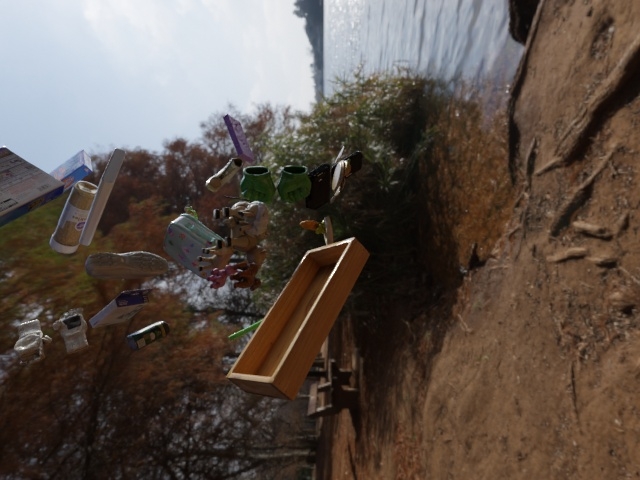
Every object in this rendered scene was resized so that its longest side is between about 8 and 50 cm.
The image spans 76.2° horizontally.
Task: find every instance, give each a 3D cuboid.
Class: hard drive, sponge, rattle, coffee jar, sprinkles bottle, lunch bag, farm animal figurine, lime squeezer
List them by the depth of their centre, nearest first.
[{"bbox_3d":[-0.112,0.207,1.168,0.109,0.310,0.059,-14,92,47],"label":"lime squeezer"},{"bbox_3d":[-0.266,0.015,1.368,0.330,0.172,0.327,18,106,48],"label":"farm animal figurine"},{"bbox_3d":[-0.891,-0.176,1.664,0.353,0.047,0.233,-50,33,31],"label":"hard drive"},{"bbox_3d":[-0.529,0.028,1.762,0.224,0.279,0.108,-55,0,40],"label":"lunch bag"},{"bbox_3d":[0.000,0.000,1.807,0.130,0.142,0.200,143,123,-64],"label":"rattle"},{"bbox_3d":[-0.367,-0.459,1.843,0.210,0.031,0.117,67,-166,12],"label":"sponge"},{"bbox_3d":[-1.170,-0.108,1.945,0.356,0.121,0.121,-56,12,19],"label":"sprinkles bottle"},{"bbox_3d":[-0.831,0.458,1.980,0.184,0.096,0.079,-24,-79,-49],"label":"coffee jar"}]

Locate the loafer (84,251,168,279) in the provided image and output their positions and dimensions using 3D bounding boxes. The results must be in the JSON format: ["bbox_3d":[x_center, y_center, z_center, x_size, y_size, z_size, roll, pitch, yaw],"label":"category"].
[{"bbox_3d":[-0.818,0.113,1.735,0.111,0.319,0.112,-50,44,42],"label":"loafer"}]

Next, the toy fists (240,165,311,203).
[{"bbox_3d":[-0.174,-0.210,1.612,0.096,0.278,0.142,-105,15,-49],"label":"toy fists"}]

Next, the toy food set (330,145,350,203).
[{"bbox_3d":[0.077,-0.234,1.506,0.132,0.038,0.192,130,149,-67],"label":"toy food set"}]

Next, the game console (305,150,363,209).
[{"bbox_3d":[0.068,-0.292,1.904,0.044,0.361,0.213,39,149,28],"label":"game console"}]

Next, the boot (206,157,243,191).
[{"bbox_3d":[-0.499,-0.348,2.138,0.077,0.165,0.213,48,-147,-10],"label":"boot"}]

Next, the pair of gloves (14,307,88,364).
[{"bbox_3d":[-1.031,0.362,1.564,0.204,0.240,0.042,55,147,41],"label":"pair of gloves"}]

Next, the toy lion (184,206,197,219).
[{"bbox_3d":[-0.622,-0.107,1.949,0.096,0.034,0.100,53,126,23],"label":"toy lion"}]

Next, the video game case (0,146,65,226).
[{"bbox_3d":[-1.055,-0.183,1.347,0.061,0.244,0.270,-53,5,33],"label":"video game case"}]

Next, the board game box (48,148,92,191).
[{"bbox_3d":[-1.076,-0.281,1.737,0.160,0.210,0.047,51,178,44],"label":"board game box"}]

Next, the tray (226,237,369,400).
[{"bbox_3d":[-0.045,0.179,1.001,0.202,0.076,0.411,-18,31,49],"label":"tray"}]

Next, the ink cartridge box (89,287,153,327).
[{"bbox_3d":[-0.910,0.312,1.897,0.045,0.224,0.223,52,-170,11],"label":"ink cartridge box"}]
